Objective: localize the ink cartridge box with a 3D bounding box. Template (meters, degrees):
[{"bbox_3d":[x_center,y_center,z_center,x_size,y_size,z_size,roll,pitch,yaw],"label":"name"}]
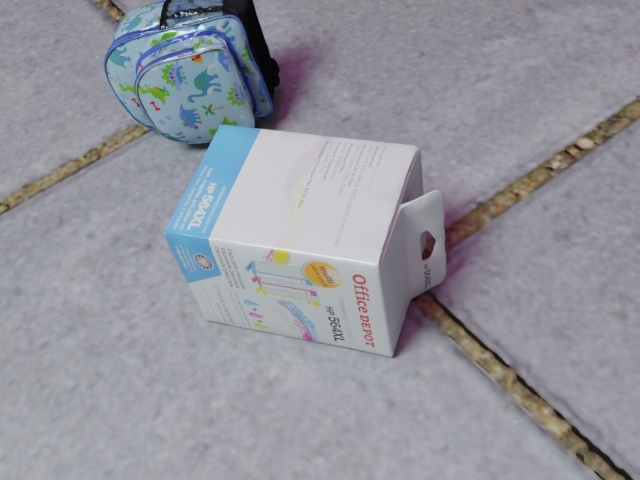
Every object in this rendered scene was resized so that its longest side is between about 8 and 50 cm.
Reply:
[{"bbox_3d":[0.000,0.000,0.460,0.143,0.092,0.090,9,53,19],"label":"ink cartridge box"}]

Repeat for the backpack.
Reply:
[{"bbox_3d":[-0.099,-0.126,0.578,0.114,0.105,0.084,-6,49,13],"label":"backpack"}]
